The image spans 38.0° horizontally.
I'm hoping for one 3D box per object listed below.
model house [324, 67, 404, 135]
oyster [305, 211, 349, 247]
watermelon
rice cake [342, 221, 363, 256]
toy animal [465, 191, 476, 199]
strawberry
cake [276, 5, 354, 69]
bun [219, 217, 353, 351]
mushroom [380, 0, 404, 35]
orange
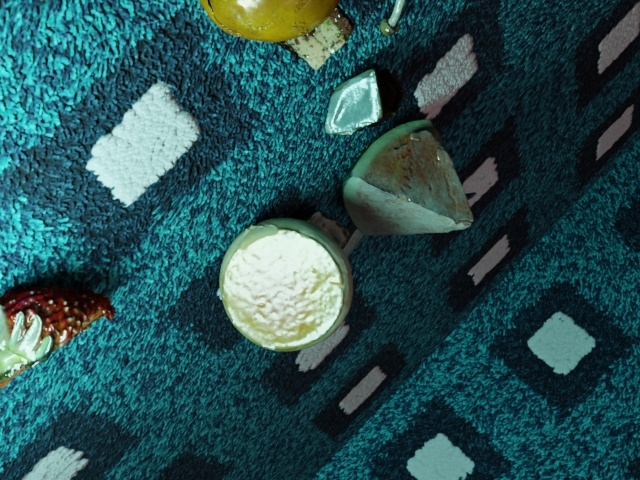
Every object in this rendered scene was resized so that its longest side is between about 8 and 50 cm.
[{"bbox_3d":[0.095,-0.290,1.954,0.165,0.106,0.152,-20,-176,31],"label":"model house"},{"bbox_3d":[0.003,0.001,2.223,0.252,0.087,0.199,-45,141,-58],"label":"oyster"},{"bbox_3d":[0.210,-0.120,2.216,0.283,0.293,0.250,-42,-176,-14],"label":"watermelon"},{"bbox_3d":[0.076,-0.002,2.388,0.045,0.042,0.245,19,113,-47],"label":"rice cake"},{"bbox_3d":[0.276,-0.124,2.402,0.255,0.239,0.176,-90,176,-66],"label":"toy animal"},{"bbox_3d":[-0.499,0.147,1.620,0.233,0.138,0.306,-33,-176,13],"label":"strawberry"},{"bbox_3d":[-0.041,-0.388,1.523,0.112,0.135,0.246,-47,155,0],"label":"cake"},{"bbox_3d":[-0.071,0.086,2.028,0.299,0.299,0.165,-55,180,16],"label":"bun"},{"bbox_3d":[0.197,-0.537,1.807,0.306,0.043,0.068,-60,173,22],"label":"mushroom"},{"bbox_3d":[-0.076,-0.402,1.328,0.240,0.240,0.240,-37,153,-22],"label":"orange"}]
